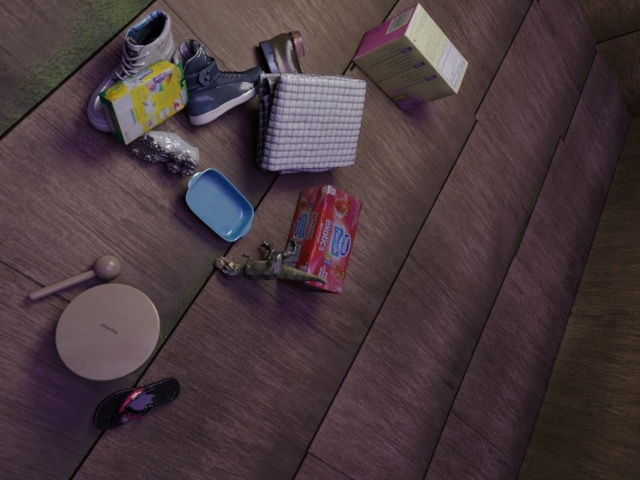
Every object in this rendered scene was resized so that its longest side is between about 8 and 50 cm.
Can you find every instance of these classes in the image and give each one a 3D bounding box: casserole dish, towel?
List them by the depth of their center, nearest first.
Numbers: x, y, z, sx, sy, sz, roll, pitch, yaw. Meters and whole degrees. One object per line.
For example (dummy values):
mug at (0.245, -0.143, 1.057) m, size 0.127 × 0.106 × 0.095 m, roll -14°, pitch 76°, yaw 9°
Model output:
casserole dish at (-0.236, -0.080, 1.082) m, size 0.188 × 0.037 × 0.114 m, roll 48°, pitch 62°, yaw -33°
towel at (-0.030, -0.290, 1.152) m, size 0.284 × 0.121 × 0.234 m, roll -13°, pitch 125°, yaw -37°

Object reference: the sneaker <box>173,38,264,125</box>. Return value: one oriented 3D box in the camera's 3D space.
sneaker at (-0.224, -0.382, 1.049) m, size 0.226 × 0.086 × 0.163 m, roll -44°, pitch 137°, yaw -29°

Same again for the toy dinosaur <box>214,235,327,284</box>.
toy dinosaur at (-0.108, 0.050, 1.110) m, size 0.064 × 0.269 × 0.118 m, roll 81°, pitch 17°, yaw -52°

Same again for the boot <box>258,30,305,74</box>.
boot at (-0.089, -0.415, 1.205) m, size 0.106 × 0.082 × 0.219 m, roll -13°, pitch 105°, yaw -12°

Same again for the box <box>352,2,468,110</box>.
box at (0.260, -0.519, 1.362) m, size 0.243 × 0.214 × 0.117 m, roll 35°, pitch 69°, yaw -30°

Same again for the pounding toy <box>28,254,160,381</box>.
pounding toy at (-0.420, 0.165, 0.924) m, size 0.183 × 0.110 × 0.236 m, roll -33°, pitch 78°, yaw -21°

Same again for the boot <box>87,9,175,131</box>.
boot at (-0.378, -0.343, 0.926) m, size 0.095 × 0.123 × 0.258 m, roll 26°, pitch 66°, yaw -4°

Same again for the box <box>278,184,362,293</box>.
box at (0.000, 0.000, 1.205) m, size 0.123 × 0.128 × 0.256 m, roll 22°, pitch 75°, yaw -34°

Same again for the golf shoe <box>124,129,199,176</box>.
golf shoe at (-0.344, -0.207, 1.012) m, size 0.176 × 0.069 × 0.085 m, roll 29°, pitch 39°, yaw -25°

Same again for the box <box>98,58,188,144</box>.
box at (-0.338, -0.280, 0.922) m, size 0.179 × 0.043 × 0.105 m, roll -45°, pitch 158°, yaw -32°

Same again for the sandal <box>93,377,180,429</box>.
sandal at (-0.374, 0.335, 0.972) m, size 0.179 × 0.040 × 0.067 m, roll -16°, pitch 98°, yaw -36°
